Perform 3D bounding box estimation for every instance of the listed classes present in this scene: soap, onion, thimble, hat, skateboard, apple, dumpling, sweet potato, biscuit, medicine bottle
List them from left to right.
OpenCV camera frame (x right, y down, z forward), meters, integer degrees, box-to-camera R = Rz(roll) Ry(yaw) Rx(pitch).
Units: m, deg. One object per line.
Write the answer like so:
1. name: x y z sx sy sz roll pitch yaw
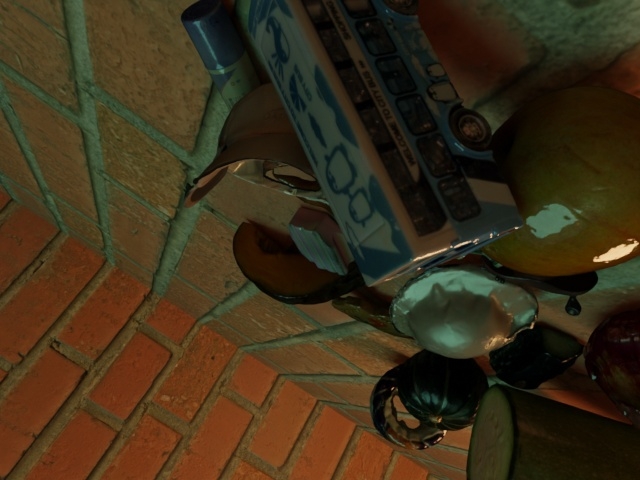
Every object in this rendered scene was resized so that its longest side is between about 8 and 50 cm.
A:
1. medicine bottle: -0.111 -0.212 0.637 0.059 0.059 0.230 16 151 31
2. hat: -0.043 -0.107 0.543 0.232 0.275 0.160 2 109 8
3. soap: 0.000 0.000 0.901 0.100 0.056 0.149 13 150 31
4. sweet potato: 0.006 -0.074 0.756 0.195 0.056 0.056 24 155 -3
5. biscuit: 0.136 0.188 1.073 0.226 0.036 0.166 28 160 -21
6. thimble: 0.259 0.464 1.282 0.238 0.237 0.150 26 159 12
7. dumpling: 0.223 0.105 0.760 0.247 0.142 0.172 -21 123 32
8. skateboard: 0.299 0.036 0.635 0.152 0.067 0.080 21 144 30
9. apple: 0.229 -0.049 0.422 0.155 0.182 0.182 25 156 -8
10. onion: 0.474 0.203 0.618 0.230 0.163 0.230 28 163 9

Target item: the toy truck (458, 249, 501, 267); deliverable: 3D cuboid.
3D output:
1. toy truck: 0.212 -0.017 0.635 0.067 0.081 0.175 39 173 -14

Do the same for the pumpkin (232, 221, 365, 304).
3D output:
1. pumpkin: -0.065 0.092 1.045 0.313 0.148 0.169 23 152 22

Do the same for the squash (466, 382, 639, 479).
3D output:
1. squash: 0.498 0.451 0.849 0.385 0.262 0.263 16 153 6

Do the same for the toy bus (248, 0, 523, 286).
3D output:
1. toy bus: 0.047 -0.116 0.405 0.297 0.131 0.106 65 157 10

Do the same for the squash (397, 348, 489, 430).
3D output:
1. squash: 0.286 0.344 1.071 0.218 0.172 0.218 27 149 18

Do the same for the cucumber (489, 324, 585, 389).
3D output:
1. cucumber: 0.396 0.224 0.850 0.116 0.085 0.193 28 148 12
